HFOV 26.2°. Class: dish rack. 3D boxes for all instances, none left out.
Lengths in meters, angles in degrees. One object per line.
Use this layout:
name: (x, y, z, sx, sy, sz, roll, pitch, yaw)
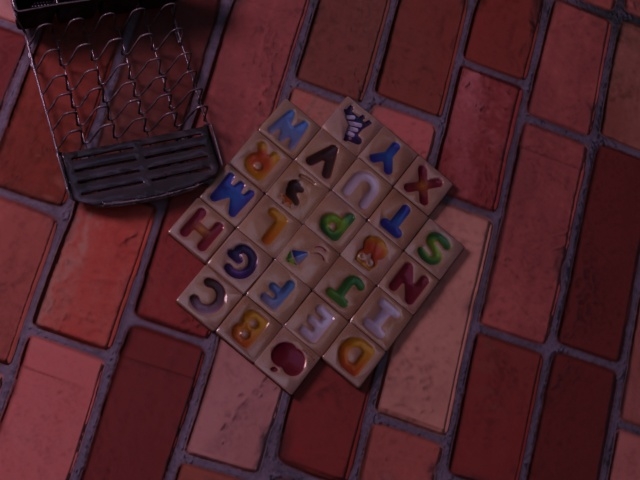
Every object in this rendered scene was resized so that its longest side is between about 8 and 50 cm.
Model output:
dish rack: (-0.226, -0.177, 1.569, 0.208, 0.074, 0.272, -13, 79, -19)

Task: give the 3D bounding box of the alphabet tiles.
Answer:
alphabet tiles: (0.000, 0.000, 1.618, 0.285, 0.011, 0.342, 40, 67, -3)
